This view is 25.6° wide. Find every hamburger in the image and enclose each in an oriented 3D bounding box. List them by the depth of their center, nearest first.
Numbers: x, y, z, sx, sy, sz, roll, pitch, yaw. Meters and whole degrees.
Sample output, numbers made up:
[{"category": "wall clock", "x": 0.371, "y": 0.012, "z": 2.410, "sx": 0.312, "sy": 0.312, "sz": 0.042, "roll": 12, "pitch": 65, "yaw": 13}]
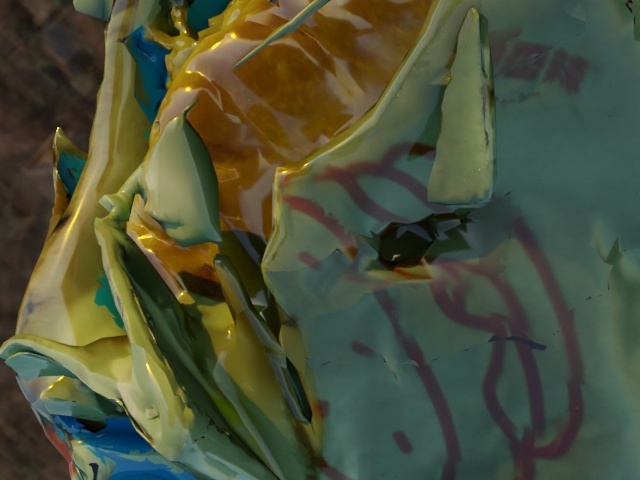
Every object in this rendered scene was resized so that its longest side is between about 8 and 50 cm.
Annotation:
[{"category": "hamburger", "x": 0.037, "y": -0.013, "z": 0.391, "sx": 0.150, "sy": 0.260, "sz": 0.276, "roll": -133, "pitch": 33, "yaw": -84}]
